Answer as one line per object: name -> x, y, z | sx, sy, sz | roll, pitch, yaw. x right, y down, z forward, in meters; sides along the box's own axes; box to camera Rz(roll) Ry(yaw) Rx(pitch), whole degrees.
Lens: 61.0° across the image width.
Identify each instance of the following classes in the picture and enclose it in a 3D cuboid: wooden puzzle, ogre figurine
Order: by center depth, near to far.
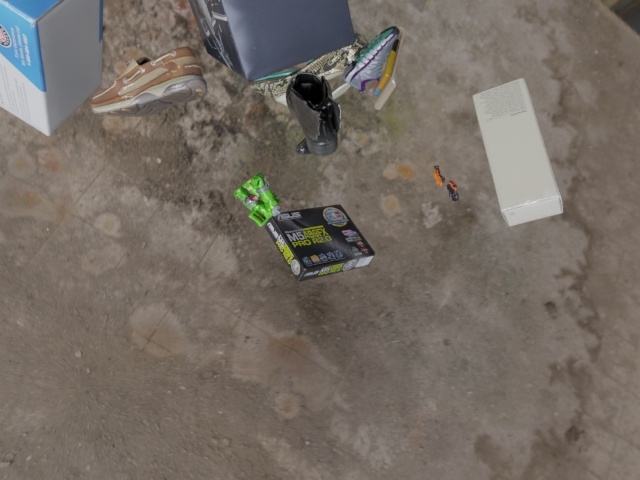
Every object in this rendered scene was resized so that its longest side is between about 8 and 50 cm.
ogre figurine -> -0.167, -0.107, 1.452 | 0.118, 0.197, 0.097 | 53, 47, -10
wooden puzzle -> 0.249, -0.639, 2.023 | 0.044, 0.221, 0.239 | 12, 76, -9

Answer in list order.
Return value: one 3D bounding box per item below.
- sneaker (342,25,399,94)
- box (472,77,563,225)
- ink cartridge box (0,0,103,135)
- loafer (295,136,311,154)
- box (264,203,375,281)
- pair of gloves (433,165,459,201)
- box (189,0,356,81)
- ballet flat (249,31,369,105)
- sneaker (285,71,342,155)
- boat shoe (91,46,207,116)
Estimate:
sneaker -> 0.176, -0.560, 1.693 | 0.098, 0.223, 0.083 | 37, 30, -26
box -> 0.392, -0.177, 1.087 | 0.094, 0.113, 0.275 | 35, 45, -57
ink cartridge box -> -0.442, -0.310, 0.677 | 0.307, 0.223, 0.129 | 32, 60, -6
loafer -> -0.025, -0.376, 2.009 | 0.223, 0.076, 0.078 | -41, 136, -50
box -> 0.000, 0.000, 1.612 | 0.270, 0.060, 0.216 | -10, 54, -36
pair of gloves -> 0.270, -0.122, 1.167 | 0.010, 0.074, 0.083 | -35, 60, -2
box -> -0.121, -0.453, 0.810 | 0.179, 0.312, 0.343 | -24, 121, -11
ballet flat -> -0.035, -0.554, 1.894 | 0.164, 0.483, 0.182 | -40, 113, -56
sneaker -> -0.010, -0.166, 0.637 | 0.051, 0.089, 0.170 | -17, 51, -4
boat shoe -> -0.406, -0.367, 1.274 | 0.123, 0.324, 0.116 | -15, 96, -67
